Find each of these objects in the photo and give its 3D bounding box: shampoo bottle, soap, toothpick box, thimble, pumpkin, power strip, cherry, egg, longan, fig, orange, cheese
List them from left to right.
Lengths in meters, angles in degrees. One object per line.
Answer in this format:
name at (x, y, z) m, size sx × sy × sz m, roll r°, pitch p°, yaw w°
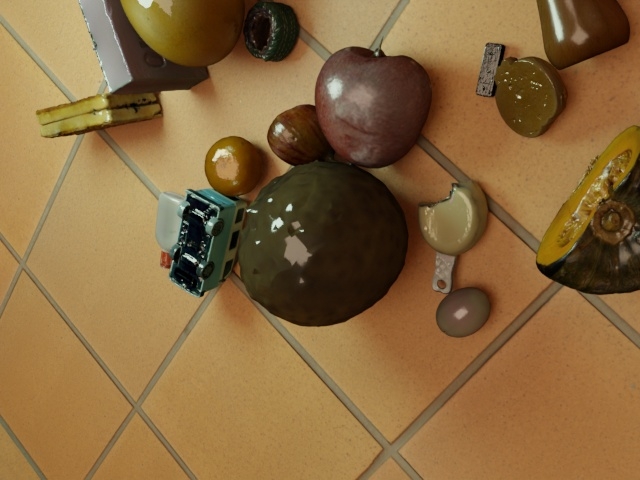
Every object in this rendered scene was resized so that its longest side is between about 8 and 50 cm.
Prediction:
soap at (-0.451, -0.527, 1.893) m, size 0.107 × 0.285 × 0.296 m, roll -17°, pitch 93°, yaw 36°
shampoo bottle at (-0.432, -0.025, 2.142) m, size 0.108 × 0.051 × 0.221 m, roll 21°, pitch 112°, yaw 26°
egg at (-0.324, -0.580, 1.748) m, size 0.282 × 0.282 × 0.351 m, roll -28°, pitch 88°, yaw 35°
orange at (-0.223, -0.191, 1.921) m, size 0.156 × 0.124 × 0.156 m, roll 1°, pitch 94°, yaw 18°
thimble at (-0.123, -0.507, 1.796) m, size 0.118 × 0.090 × 0.135 m, roll 33°, pitch 120°, yaw 26°
fig at (-0.026, -0.235, 1.770) m, size 0.202 × 0.149 × 0.148 m, roll 39°, pitch 125°, yaw -16°
longan at (0.000, 0.000, 1.667) m, size 0.390 × 0.391 × 0.392 m, roll 9°, pitch 106°, yaw 32°
cherry at (0.109, -0.291, 1.621) m, size 0.261 × 0.221 × 0.308 m, roll 18°, pitch 126°, yaw 26°
cheese at (0.301, -0.005, 1.646) m, size 0.163 × 0.070 × 0.249 m, roll -8°, pitch 97°, yaw 36°
egg at (0.318, 0.160, 1.655) m, size 0.135 × 0.103 × 0.103 m, roll -40°, pitch 79°, yaw 32°
power strip at (0.355, -0.355, 1.551) m, size 0.037 × 0.029 × 0.111 m, roll 19°, pitch 109°, yaw 29°
toothpick box at (0.451, -0.476, 1.368) m, size 0.192 × 0.192 × 0.295 m, roll -17°, pitch 97°, yaw 35°
pumpkin at (0.579, -0.030, 1.399) m, size 0.232 × 0.242 × 0.325 m, roll 30°, pitch 115°, yaw -8°

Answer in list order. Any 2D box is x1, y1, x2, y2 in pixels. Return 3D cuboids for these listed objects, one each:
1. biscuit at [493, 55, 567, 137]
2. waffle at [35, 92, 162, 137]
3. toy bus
biscuit at (0.418, -0.297, 1.488) m, size 0.170 × 0.050 × 0.170 m, roll 40°, pitch 146°, yaw 35°
waffle at (-0.625, -0.355, 2.093) m, size 0.307 × 0.212 × 0.091 m, roll -3°, pitch 102°, yaw 33°
toy bus at (-0.297, 0.000, 1.988) m, size 0.133 × 0.164 × 0.272 m, roll 29°, pitch 116°, yaw 26°
